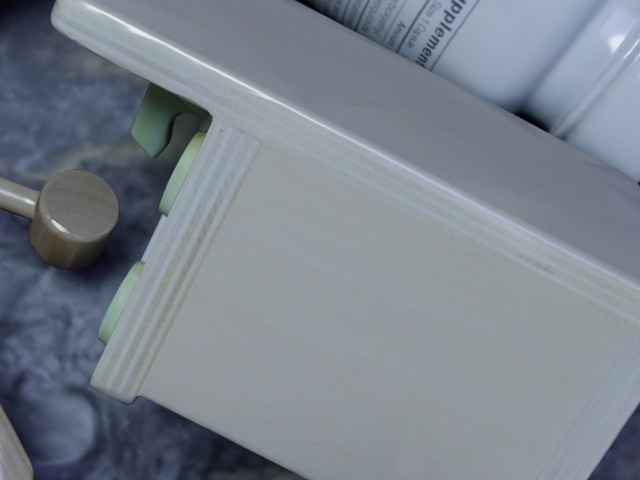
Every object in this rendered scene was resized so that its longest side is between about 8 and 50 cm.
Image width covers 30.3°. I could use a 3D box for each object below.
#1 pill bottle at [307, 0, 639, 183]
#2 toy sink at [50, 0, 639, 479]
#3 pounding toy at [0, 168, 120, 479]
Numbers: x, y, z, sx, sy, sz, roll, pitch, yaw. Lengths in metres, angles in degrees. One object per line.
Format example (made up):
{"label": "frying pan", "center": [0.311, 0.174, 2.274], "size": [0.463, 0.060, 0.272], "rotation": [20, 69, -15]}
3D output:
{"label": "pill bottle", "center": [0.078, -0.129, 0.548], "size": [0.229, 0.131, 0.131], "rotation": [38, 70, 3]}
{"label": "toy sink", "center": [0.000, 0.000, 0.464], "size": [0.234, 0.153, 0.131], "rotation": [27, 111, -3]}
{"label": "pounding toy", "center": [-0.178, 0.040, 0.475], "size": [0.206, 0.094, 0.181], "rotation": [-24, 73, -26]}
